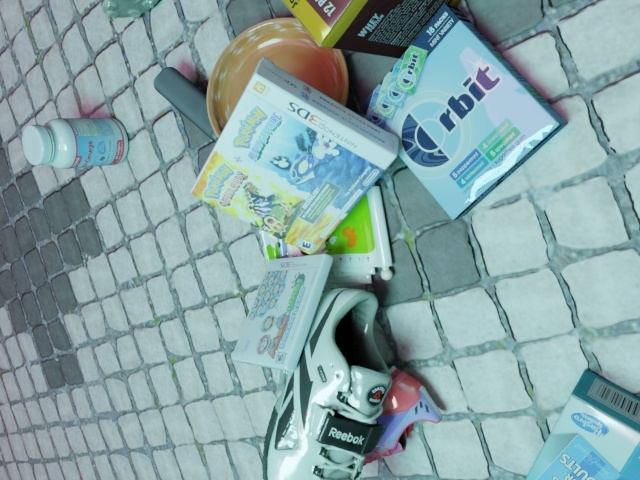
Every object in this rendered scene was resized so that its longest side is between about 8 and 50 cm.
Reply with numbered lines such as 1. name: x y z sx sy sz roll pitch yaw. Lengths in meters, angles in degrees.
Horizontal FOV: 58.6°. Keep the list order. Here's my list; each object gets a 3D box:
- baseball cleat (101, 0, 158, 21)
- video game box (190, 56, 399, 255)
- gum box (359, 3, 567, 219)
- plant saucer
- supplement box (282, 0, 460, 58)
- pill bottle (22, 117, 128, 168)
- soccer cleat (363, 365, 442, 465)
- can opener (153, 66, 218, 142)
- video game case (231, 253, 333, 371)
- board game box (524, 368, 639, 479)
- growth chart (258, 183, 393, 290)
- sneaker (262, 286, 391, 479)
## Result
1. baseball cleat: -0.275 -0.432 0.900 0.206 0.072 0.109 -16 77 33
2. video game box: -0.037 -0.091 0.704 0.187 0.048 0.205 29 131 -13
3. gum box: 0.155 -0.144 0.655 0.184 0.041 0.157 52 125 14
4. plant saucer: -0.055 -0.195 0.762 0.200 0.037 0.199 -2 83 17
5. supplement box: 0.070 -0.307 0.583 0.129 0.194 0.191 53 125 14
6. pill bottle: -0.429 -0.171 1.004 0.087 0.160 0.087 10 106 35
7. soccer cleat: 0.066 0.279 0.798 0.095 0.083 0.248 44 120 15
8. can opener: -0.127 -0.182 0.851 0.283 0.076 0.095 42 90 22
9. video game case: -0.054 0.094 0.772 0.143 0.019 0.157 -8 57 53
10. board game box: 0.331 0.351 0.617 0.254 0.079 0.336 29 116 28
11. growth chart: 0.000 0.000 0.817 0.237 0.021 0.171 -18 89 37
12. sneaker: 0.018 0.211 0.697 0.146 0.122 0.330 -24 58 47
